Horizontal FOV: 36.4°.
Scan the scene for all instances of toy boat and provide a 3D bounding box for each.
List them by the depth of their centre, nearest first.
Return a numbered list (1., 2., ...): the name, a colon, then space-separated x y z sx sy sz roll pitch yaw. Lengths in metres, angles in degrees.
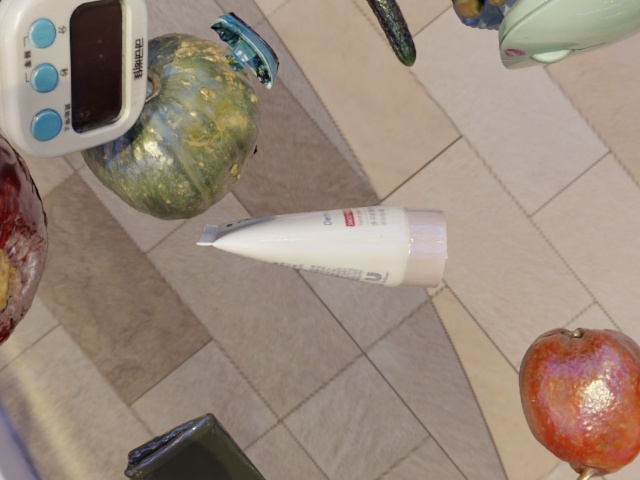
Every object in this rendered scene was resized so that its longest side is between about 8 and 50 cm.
1. toy boat: -0.118 -0.292 1.513 0.137 0.060 0.061 44 68 -25

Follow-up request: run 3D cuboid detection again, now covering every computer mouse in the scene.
1. computer mouse: 0.317 -0.260 1.002 0.288 0.159 0.097 -38 78 7

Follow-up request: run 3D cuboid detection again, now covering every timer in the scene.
1. timer: -0.361 -0.255 1.408 0.087 0.237 0.262 29 127 32

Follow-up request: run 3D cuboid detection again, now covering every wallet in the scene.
1. wallet: -0.190 0.391 1.574 0.168 0.052 0.245 -31 124 0

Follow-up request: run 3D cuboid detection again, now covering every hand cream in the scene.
1. hand cream: 0.000 0.000 0.989 0.247 0.133 0.083 4 96 -6

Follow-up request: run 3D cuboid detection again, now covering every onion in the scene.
1. onion: -0.341 0.012 0.857 0.216 0.206 0.207 18 48 25

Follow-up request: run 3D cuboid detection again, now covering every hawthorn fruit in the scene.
1. hawthorn fruit: 0.410 0.266 1.514 0.210 0.210 0.262 1 87 -1

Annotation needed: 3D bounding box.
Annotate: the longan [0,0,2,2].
1. longan: -0.529 -0.572 1.851 0.350 0.288 0.288 -23 91 -9

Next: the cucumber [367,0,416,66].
1. cucumber: 0.132 -0.431 1.880 0.058 0.052 0.215 -38 110 -15

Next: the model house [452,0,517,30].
1. model house: 0.343 -0.367 1.374 0.295 0.252 0.329 -37 119 11

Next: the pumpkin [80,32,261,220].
1. pumpkin: -0.249 -0.199 1.704 0.328 0.257 0.291 -46 55 -12
